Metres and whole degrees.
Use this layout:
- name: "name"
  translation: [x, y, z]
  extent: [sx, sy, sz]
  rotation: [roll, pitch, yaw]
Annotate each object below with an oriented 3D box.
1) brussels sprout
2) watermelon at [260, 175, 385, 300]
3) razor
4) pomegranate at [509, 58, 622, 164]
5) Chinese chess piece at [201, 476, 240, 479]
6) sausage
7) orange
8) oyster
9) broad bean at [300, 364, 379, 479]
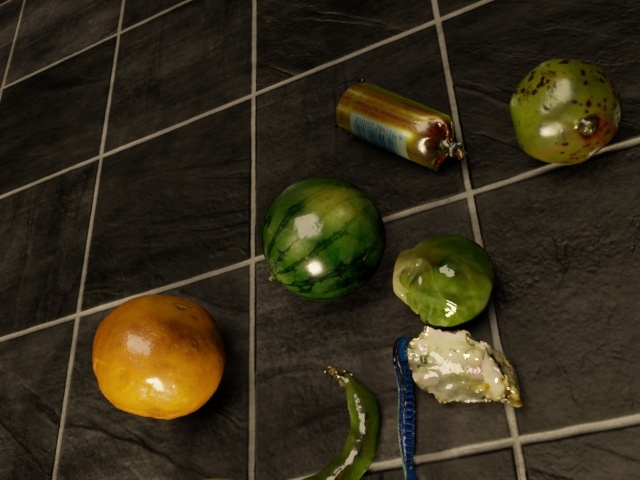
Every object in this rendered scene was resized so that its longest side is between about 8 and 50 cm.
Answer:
- name: "brussels sprout"
  translation: [0.223, 0.067, 1.359]
  extent: [0.181, 0.144, 0.161]
  rotation: [25, 111, 27]
- name: "watermelon"
  translation: [0.004, -0.003, 1.466]
  extent: [0.243, 0.242, 0.242]
  rotation: [-15, 55, 23]
- name: "razor"
  translation: [0.152, 0.316, 1.306]
  extent: [0.056, 0.093, 0.324]
  rotation: [-51, 33, 44]
- name: "pomegranate"
  translation: [0.432, -0.229, 1.399]
  extent: [0.198, 0.198, 0.246]
  rotation: [-66, 17, -17]
- name: "Chinese chess piece"
  translation: [-0.182, 0.544, 1.328]
  extent: [0.251, 0.101, 0.250]
  rotation: [-15, 55, 23]
- name: "sausage"
  translation: [0.179, -0.238, 1.586]
  extent: [0.317, 0.117, 0.125]
  rotation: [30, 94, 38]
- name: "orange"
  translation: [-0.318, 0.227, 1.505]
  extent: [0.261, 0.261, 0.261]
  rotation: [-15, 55, 23]
- name: "oyster"
  translation: [0.245, 0.214, 1.299]
  extent: [0.209, 0.072, 0.132]
  rotation: [-7, 73, 38]
- name: "broad bean"
  translation: [0.022, 0.366, 1.331]
  extent: [0.144, 0.049, 0.291]
  rotation: [18, 65, 16]
